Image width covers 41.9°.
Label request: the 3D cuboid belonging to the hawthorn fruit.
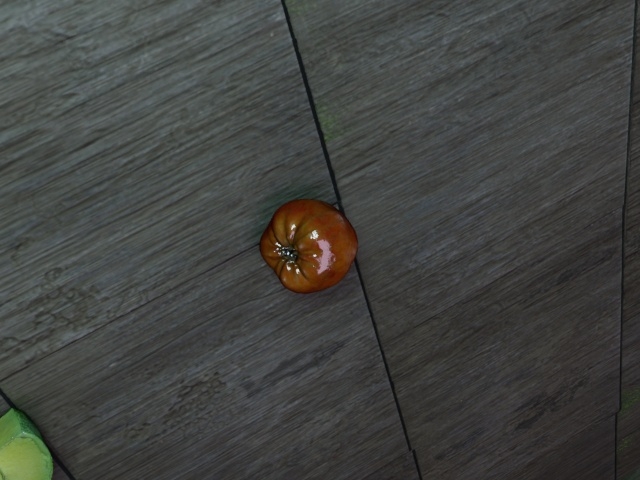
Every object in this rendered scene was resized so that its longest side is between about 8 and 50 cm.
[{"bbox_3d":[-0.010,-0.002,1.078,0.140,0.125,0.125,-49,141,-25],"label":"hawthorn fruit"}]

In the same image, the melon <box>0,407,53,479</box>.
[{"bbox_3d":[-0.430,0.314,1.101,0.209,0.064,0.118,-40,137,5],"label":"melon"}]
